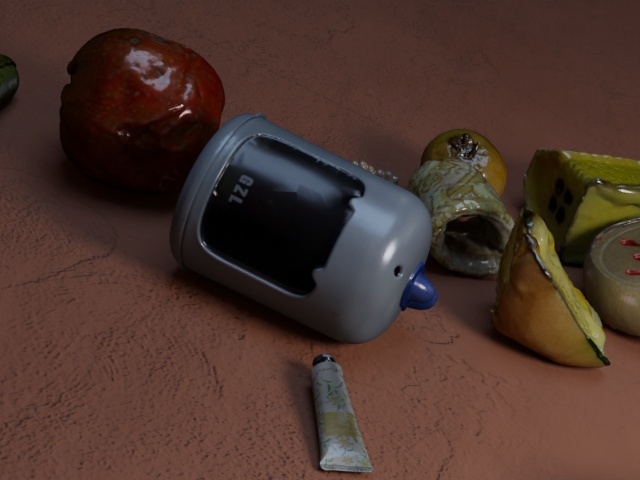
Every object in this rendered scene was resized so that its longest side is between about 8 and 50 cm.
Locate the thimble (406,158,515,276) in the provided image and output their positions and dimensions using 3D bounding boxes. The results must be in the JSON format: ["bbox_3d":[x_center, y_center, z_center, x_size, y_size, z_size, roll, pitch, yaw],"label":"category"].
[{"bbox_3d":[0.228,-0.033,2.175,0.190,0.137,0.143,29,21,-31],"label":"thimble"}]

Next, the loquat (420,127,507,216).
[{"bbox_3d":[0.238,-0.113,2.308,0.137,0.163,0.163,-22,40,-8],"label":"loquat"}]

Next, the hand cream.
[{"bbox_3d":[0.018,0.216,1.729,0.067,0.042,0.194,9,34,-18],"label":"hand cream"}]

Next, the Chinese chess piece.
[{"bbox_3d":[0.536,0.056,2.157,0.250,0.103,0.249,-5,31,3],"label":"Chinese chess piece"}]

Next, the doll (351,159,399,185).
[{"bbox_3d":[0.063,-0.053,2.143,0.154,0.119,0.278,17,24,-9],"label":"doll"}]

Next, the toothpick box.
[{"bbox_3d":[0.000,0.000,1.907,0.355,0.263,0.263,26,30,13],"label":"toothpick box"}]

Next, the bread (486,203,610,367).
[{"bbox_3d":[0.311,0.086,2.019,0.251,0.133,0.174,56,22,-24],"label":"bread"}]

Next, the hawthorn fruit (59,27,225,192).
[{"bbox_3d":[-0.269,-0.192,2.079,0.262,0.258,0.258,45,35,10],"label":"hawthorn fruit"}]

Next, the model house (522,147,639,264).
[{"bbox_3d":[0.471,-0.080,2.349,0.194,0.174,0.234,6,35,-19],"label":"model house"}]

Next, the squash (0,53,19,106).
[{"bbox_3d":[-0.542,-0.214,2.109,0.095,0.094,0.341,18,30,1],"label":"squash"}]
